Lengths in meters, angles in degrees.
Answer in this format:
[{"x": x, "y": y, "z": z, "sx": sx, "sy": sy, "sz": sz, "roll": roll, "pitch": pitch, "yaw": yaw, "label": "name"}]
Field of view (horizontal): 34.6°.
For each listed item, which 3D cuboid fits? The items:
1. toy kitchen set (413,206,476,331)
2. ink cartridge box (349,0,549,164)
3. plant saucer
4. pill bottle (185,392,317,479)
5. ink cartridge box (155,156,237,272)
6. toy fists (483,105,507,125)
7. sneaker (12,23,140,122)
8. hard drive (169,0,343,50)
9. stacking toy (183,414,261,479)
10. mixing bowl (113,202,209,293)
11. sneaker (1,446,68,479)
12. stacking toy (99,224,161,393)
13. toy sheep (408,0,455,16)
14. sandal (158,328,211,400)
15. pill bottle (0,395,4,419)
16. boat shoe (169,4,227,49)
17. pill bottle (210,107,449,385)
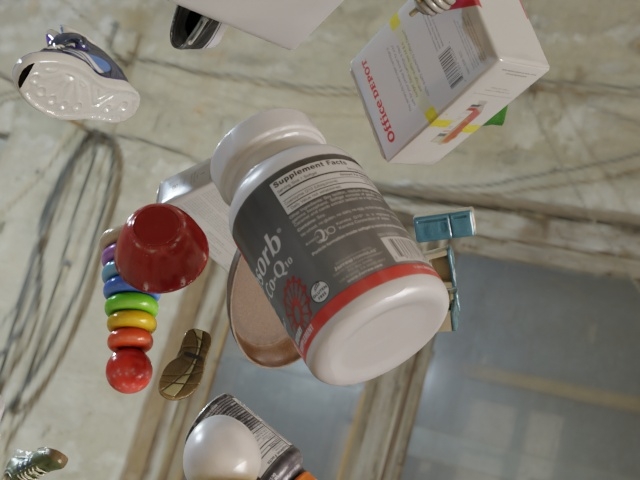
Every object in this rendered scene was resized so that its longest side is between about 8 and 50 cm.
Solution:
[{"x": 0.254, "y": 0.056, "z": 2.029, "sx": 0.122, "sy": 0.207, "sz": 0.166, "roll": -8, "pitch": 12, "yaw": 12, "label": "toy kitchen set"}, {"x": 0.263, "y": -0.376, "z": 2.200, "sx": 0.160, "sy": 0.279, "sz": 0.385, "roll": 0, "pitch": -28, "yaw": -38, "label": "ink cartridge box"}, {"x": -0.056, "y": 0.060, "z": 1.719, "sx": 0.050, "sy": 0.310, "sz": 0.310, "roll": 19, "pitch": -10, "yaw": 37, "label": "plant saucer"}, {"x": -0.124, "y": 0.407, "z": 1.922, "sx": 0.246, "sy": 0.130, "sz": 0.130, "roll": 37, "pitch": -9, "yaw": 17, "label": "pill bottle"}, {"x": -0.096, "y": -0.075, "z": 2.128, "sx": 0.385, "sy": 0.091, "sz": 0.308, "roll": -24, "pitch": -47, "yaw": 24, "label": "ink cartridge box"}, {"x": 0.366, "y": -0.389, "z": 2.363, "sx": 0.142, "sy": 0.096, "sz": 0.279, "roll": 4, "pitch": -54, "yaw": -3, "label": "toy fists"}, {"x": -0.536, "y": -0.357, "z": 2.090, "sx": 0.236, "sy": 0.130, "sz": 0.323, "roll": 46, "pitch": 19, "yaw": 28, "label": "sneaker"}, {"x": -0.144, "y": -0.463, "z": 1.795, "sx": 0.353, "sy": 0.047, "sz": 0.233, "roll": 18, "pitch": -30, "yaw": -27, "label": "hard drive"}, {"x": -0.105, "y": 0.477, "z": 1.462, "sx": 0.351, "sy": 0.480, "sz": 0.350, "roll": -12, "pitch": -32, "yaw": -8, "label": "stacking toy"}, {"x": -0.300, "y": -0.002, "z": 1.918, "sx": 0.181, "sy": 0.181, "sz": 0.098, "roll": 14, "pitch": -31, "yaw": 6, "label": "mixing bowl"}, {"x": -0.606, "y": 0.488, "z": 2.163, "sx": 0.192, "sy": 0.086, "sz": 0.064, "roll": -13, "pitch": -49, "yaw": 44, "label": "sneaker"}, {"x": -0.368, "y": 0.139, "z": 2.017, "sx": 0.141, "sy": 0.330, "sz": 0.141, "roll": -3, "pitch": -27, "yaw": -2, "label": "stacking toy"}, {"x": 0.225, "y": -0.488, "z": 2.029, "sx": 0.132, "sy": 0.091, "sz": 0.091, "roll": -32, "pitch": -41, "yaw": 29, "label": "toy sheep"}, {"x": -0.253, "y": 0.240, "z": 1.937, "sx": 0.072, "sy": 0.180, "sz": 0.049, "roll": 23, "pitch": -51, "yaw": -3, "label": "sandal"}, {"x": -0.539, "y": 0.319, "z": 1.505, "sx": 0.119, "sy": 0.208, "sz": 0.119, "roll": 20, "pitch": 14, "yaw": -5, "label": "pill bottle"}, {"x": -0.212, "y": -0.499, "z": 1.960, "sx": 0.113, "sy": 0.306, "sz": 0.105, "roll": 46, "pitch": 37, "yaw": 18, "label": "boat shoe"}, {"x": 0.000, "y": 0.000, "z": 1.414, "sx": 0.363, "sy": 0.210, "sz": 0.210, "roll": 57, "pitch": 9, "yaw": 31, "label": "pill bottle"}]
